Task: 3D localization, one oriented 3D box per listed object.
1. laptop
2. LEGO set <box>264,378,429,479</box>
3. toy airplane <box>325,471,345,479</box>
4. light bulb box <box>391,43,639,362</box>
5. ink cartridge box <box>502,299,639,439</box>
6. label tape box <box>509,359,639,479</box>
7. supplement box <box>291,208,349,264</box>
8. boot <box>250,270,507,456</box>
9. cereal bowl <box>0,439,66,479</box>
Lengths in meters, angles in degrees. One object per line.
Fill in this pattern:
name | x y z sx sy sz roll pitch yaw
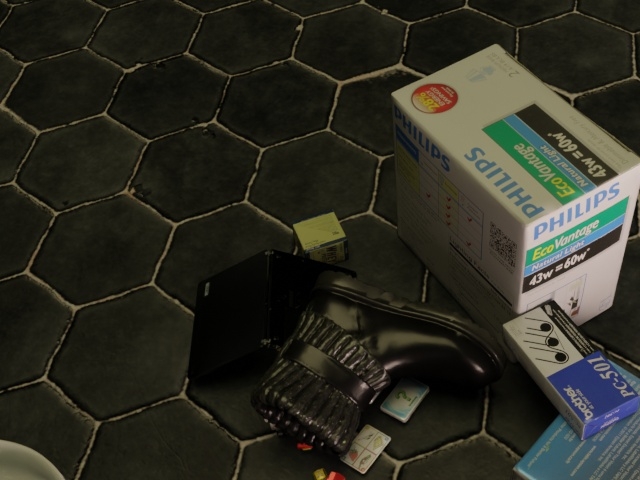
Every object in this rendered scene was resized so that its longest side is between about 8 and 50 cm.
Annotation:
laptop | -0.077 0.144 1.637 0.264 0.137 0.234 15 41 -14
LEGO set | 0.032 0.273 1.505 0.182 0.060 0.244 26 57 30
toy airplane | 0.017 0.421 1.384 0.151 0.028 0.151 -1 65 3
light bulb box | 0.306 -0.061 1.558 0.225 0.361 0.358 -28 53 -16
ink cartridge box | 0.368 0.188 1.404 0.097 0.046 0.207 -24 49 -12
label tape box | 0.482 0.365 1.340 0.347 0.115 0.249 34 60 28
supplement box | 0.000 0.000 1.740 0.083 0.056 0.083 -18 50 -9
boot | 0.092 0.220 1.453 0.347 0.131 0.260 20 57 10
cereal bowl | -0.471 0.446 1.255 0.338 0.141 0.339 -3 49 4
